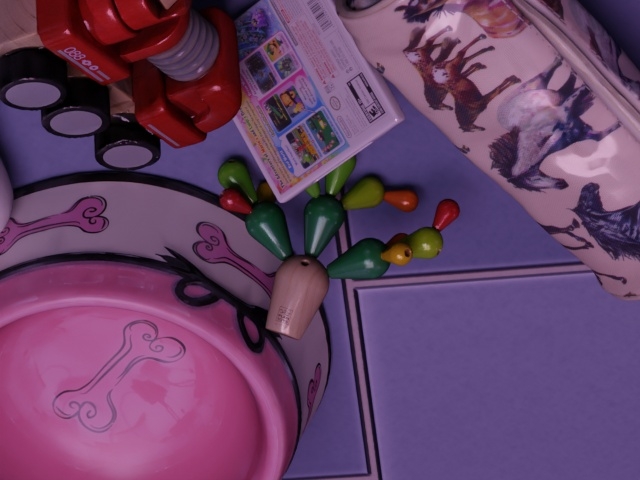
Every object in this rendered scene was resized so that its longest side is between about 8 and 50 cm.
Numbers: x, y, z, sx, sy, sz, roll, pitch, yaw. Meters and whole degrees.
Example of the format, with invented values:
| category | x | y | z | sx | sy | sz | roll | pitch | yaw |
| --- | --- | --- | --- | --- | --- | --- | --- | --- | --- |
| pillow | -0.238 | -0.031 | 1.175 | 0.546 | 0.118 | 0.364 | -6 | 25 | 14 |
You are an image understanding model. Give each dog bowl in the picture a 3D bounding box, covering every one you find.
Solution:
| category | x | y | z | sx | sy | sz | roll | pitch | yaw |
| --- | --- | --- | --- | --- | --- | --- | --- | --- | --- |
| dog bowl | -0.196 | 0.144 | 1.755 | 0.408 | 0.150 | 0.408 | 1 | 124 | 2 |

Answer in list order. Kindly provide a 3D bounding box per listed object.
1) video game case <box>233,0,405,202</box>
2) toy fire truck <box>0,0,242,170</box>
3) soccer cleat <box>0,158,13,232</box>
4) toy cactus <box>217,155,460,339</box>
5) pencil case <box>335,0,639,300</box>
| category | x | y | z | sx | sy | sz | roll | pitch | yaw |
| --- | --- | --- | --- | --- | --- | --- | --- | --- | --- |
| video game case | -0.019 | -0.134 | 1.570 | 0.143 | 0.019 | 0.157 | -34 | 81 | 32 |
| toy fire truck | -0.117 | -0.187 | 1.494 | 0.246 | 0.158 | 0.217 | -15 | 155 | 22 |
| soccer cleat | -0.348 | -0.140 | 1.582 | 0.143 | 0.116 | 0.331 | -27 | 119 | 20 |
| toy cactus | 0.000 | 0.000 | 1.646 | 0.219 | 0.112 | 0.180 | 19 | 84 | 0 |
| pencil case | 0.187 | -0.128 | 1.536 | 0.410 | 0.160 | 0.183 | 43 | 143 | -24 |
